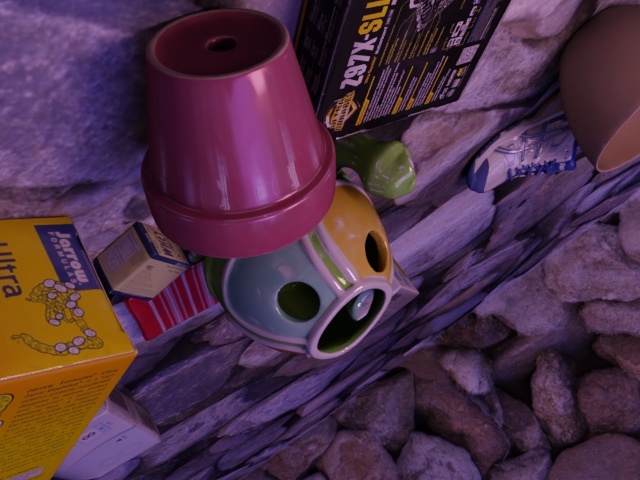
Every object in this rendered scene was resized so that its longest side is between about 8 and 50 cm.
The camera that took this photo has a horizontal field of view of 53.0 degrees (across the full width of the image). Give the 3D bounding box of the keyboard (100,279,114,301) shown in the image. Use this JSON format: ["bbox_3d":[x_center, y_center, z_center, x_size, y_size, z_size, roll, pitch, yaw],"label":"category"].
[{"bbox_3d":[-0.348,0.111,0.904,0.192,0.038,0.100,-51,175,31],"label":"keyboard"}]

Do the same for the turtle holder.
[{"bbox_3d":[0.002,0.012,0.874,0.320,0.227,0.243,-41,147,-2],"label":"turtle holder"}]

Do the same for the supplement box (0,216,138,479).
[{"bbox_3d":[-0.393,0.164,0.724,0.195,0.194,0.356,-6,143,-48],"label":"supplement box"}]

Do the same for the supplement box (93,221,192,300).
[{"bbox_3d":[-0.234,0.029,0.850,0.083,0.056,0.083,-39,156,11],"label":"supplement box"}]

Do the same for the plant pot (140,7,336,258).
[{"bbox_3d":[-0.087,-0.114,0.628,0.201,0.201,0.180,-26,140,-19],"label":"plant pot"}]

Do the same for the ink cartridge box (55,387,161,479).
[{"bbox_3d":[-0.515,0.407,1.164,0.385,0.091,0.308,-31,156,-11],"label":"ink cartridge box"}]

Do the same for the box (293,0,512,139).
[{"bbox_3d":[0.103,-0.264,0.711,0.257,0.079,0.322,-20,153,-26],"label":"box"}]

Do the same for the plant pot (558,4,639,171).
[{"bbox_3d":[0.520,-0.282,1.084,0.284,0.191,0.284,-28,155,-14],"label":"plant pot"}]

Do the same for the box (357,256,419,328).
[{"bbox_3d":[0.051,0.032,1.048,0.103,0.203,0.114,-39,158,12],"label":"box"}]

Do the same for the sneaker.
[{"bbox_3d":[0.426,-0.174,1.246,0.296,0.131,0.112,-38,158,11],"label":"sneaker"}]

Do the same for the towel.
[{"bbox_3d":[-0.174,0.062,1.027,0.275,0.031,0.199,-27,156,-19],"label":"towel"}]
